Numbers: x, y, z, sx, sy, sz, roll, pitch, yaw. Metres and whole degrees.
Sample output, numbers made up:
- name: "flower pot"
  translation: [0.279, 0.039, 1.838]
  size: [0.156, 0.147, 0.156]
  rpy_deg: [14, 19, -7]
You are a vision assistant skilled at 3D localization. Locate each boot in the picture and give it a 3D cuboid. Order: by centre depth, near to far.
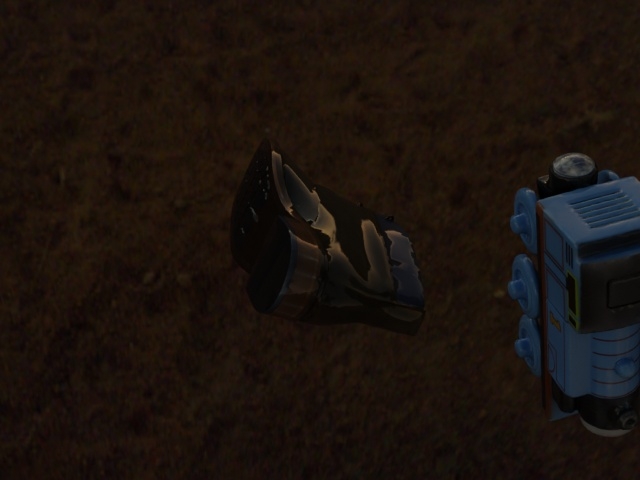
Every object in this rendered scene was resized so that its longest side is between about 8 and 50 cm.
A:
- name: "boot"
  translation: [0.000, 0.000, 0.770]
  size: [0.106, 0.082, 0.219]
  rpy_deg: [19, 25, -19]

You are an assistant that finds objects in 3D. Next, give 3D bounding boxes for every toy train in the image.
- name: "toy train"
  translation: [0.165, 0.039, 0.667]
  size: [0.080, 0.184, 0.105]
  rpy_deg: [-13, 33, -7]
